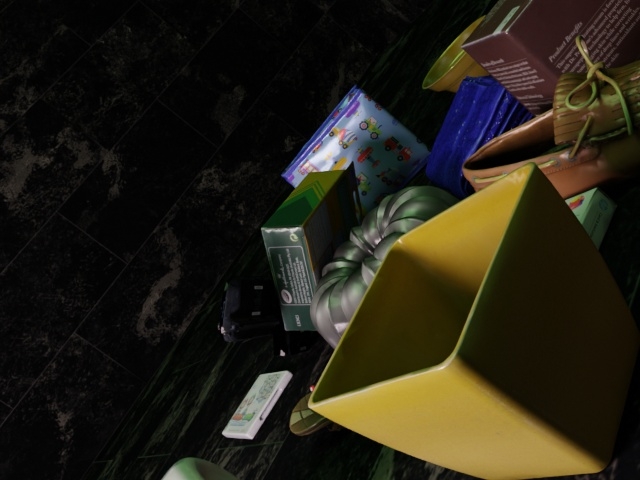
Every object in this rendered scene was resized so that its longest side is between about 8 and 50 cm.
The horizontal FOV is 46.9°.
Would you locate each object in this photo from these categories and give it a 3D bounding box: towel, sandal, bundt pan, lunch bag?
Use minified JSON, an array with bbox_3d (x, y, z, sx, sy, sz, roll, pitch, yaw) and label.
[{"bbox_3d":[0.264,-0.189,1.271,0.227,0.076,0.308,-61,8,8],"label":"towel"},{"bbox_3d":[0.030,0.238,1.047,0.180,0.049,0.072,-30,25,23],"label":"sandal"},{"bbox_3d":[0.103,0.043,1.162,0.331,0.124,0.331,-49,11,13],"label":"bundt pan"},{"bbox_3d":[0.072,-0.164,1.662,0.293,0.221,0.138,-49,12,11],"label":"lunch bag"}]

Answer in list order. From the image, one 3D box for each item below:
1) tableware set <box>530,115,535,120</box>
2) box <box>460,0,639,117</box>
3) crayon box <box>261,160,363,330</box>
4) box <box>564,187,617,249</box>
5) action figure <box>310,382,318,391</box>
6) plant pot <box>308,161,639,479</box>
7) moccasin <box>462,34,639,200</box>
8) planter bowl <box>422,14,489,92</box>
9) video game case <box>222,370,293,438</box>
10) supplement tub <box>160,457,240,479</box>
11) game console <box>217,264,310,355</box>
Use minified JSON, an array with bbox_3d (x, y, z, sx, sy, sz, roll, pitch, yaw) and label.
[{"bbox_3d":[0.357,-0.249,1.217,0.141,0.020,0.168,-74,4,-59],"label":"tableware set"},{"bbox_3d":[0.344,-0.274,1.021,0.168,0.203,0.167,-51,11,0],"label":"box"},{"bbox_3d":[0.000,0.000,1.383,0.083,0.203,0.323,-2,25,21],"label":"crayon box"},{"bbox_3d":[0.247,0.036,0.849,0.186,0.038,0.145,-58,14,-27],"label":"box"},{"bbox_3d":[0.013,0.230,1.170,0.115,0.030,0.038,-36,24,58],"label":"action figure"},{"bbox_3d":[0.151,0.098,0.653,0.212,0.187,0.212,-33,21,54],"label":"plant pot"},{"bbox_3d":[0.317,-0.146,0.865,0.380,0.147,0.139,-33,22,57],"label":"moccasin"},{"bbox_3d":[0.341,-0.407,1.705,0.217,0.090,0.217,-47,12,14],"label":"planter bowl"},{"bbox_3d":[-0.124,0.319,1.431,0.143,0.019,0.157,-56,13,-25],"label":"video game case"},{"bbox_3d":[-0.177,0.435,0.818,0.338,0.207,0.207,-52,12,-9],"label":"supplement tub"},{"bbox_3d":[-0.091,0.102,1.302,0.044,0.213,0.361,-4,-5,17],"label":"game console"}]
